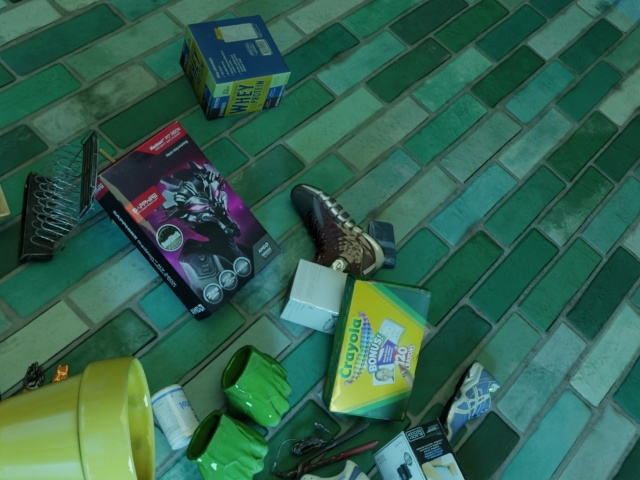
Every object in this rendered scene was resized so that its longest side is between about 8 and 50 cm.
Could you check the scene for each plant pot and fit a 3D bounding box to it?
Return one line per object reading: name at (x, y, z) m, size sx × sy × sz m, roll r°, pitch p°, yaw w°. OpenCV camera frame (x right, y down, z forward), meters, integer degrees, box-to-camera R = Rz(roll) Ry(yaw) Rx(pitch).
plant pot at (-0.427, 0.342, 1.341) m, size 0.238 × 0.254 × 0.254 m, roll -7°, pitch 62°, yaw -5°

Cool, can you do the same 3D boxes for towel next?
towel at (0.148, 0.008, 1.849) m, size 0.067 × 0.029 × 0.120 m, roll 8°, pitch 58°, yaw -15°

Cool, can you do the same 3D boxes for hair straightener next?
hair straightener at (0.001, 0.412, 1.554) m, size 0.230 × 0.047 × 0.089 m, roll -17°, pitch 66°, yaw -21°

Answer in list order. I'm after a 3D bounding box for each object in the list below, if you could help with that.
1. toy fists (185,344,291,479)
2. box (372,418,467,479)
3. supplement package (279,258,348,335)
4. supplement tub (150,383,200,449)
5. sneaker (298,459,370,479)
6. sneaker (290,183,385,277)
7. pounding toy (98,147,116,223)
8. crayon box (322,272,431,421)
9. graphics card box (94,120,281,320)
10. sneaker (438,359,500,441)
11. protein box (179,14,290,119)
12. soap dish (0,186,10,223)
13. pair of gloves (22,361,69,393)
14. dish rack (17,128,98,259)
toy fists at (-0.149, 0.345, 1.489) m, size 0.142 × 0.096 × 0.279 m, roll 44°, pitch 50°, yaw -26°
box at (0.222, 0.513, 1.487) m, size 0.087 × 0.169 × 0.290 m, roll -12°, pitch 63°, yaw -27°
supplement package at (0.016, 0.132, 1.686) m, size 0.179 × 0.105 × 0.105 m, roll 18°, pitch 56°, yaw -6°
supplement tub at (-0.277, 0.338, 1.485) m, size 0.071 × 0.071 × 0.107 m, roll -23°, pitch 70°, yaw -28°
sneaker at (-0.032, 0.515, 1.454) m, size 0.296 × 0.112 × 0.131 m, roll -13°, pitch 48°, yaw -26°
sneaker at (0.000, 0.000, 1.765) m, size 0.281 × 0.106 × 0.162 m, roll 41°, pitch 67°, yaw 16°
pounding toy at (-0.413, -0.120, 1.680) m, size 0.130 × 0.100 × 0.141 m, roll -5°, pitch 77°, yaw -21°
crayon box at (0.114, 0.219, 1.592) m, size 0.165 × 0.081 × 0.279 m, roll 10°, pitch 95°, yaw -12°
graphics card box at (-0.283, -0.043, 1.635) m, size 0.233 × 0.094 × 0.371 m, roll -43°, pitch 100°, yaw -34°
sneaker at (0.320, 0.354, 1.666) m, size 0.081 × 0.080 × 0.211 m, roll 34°, pitch 57°, yaw 8°
protein box at (-0.216, -0.435, 1.933) m, size 0.201 × 0.136 × 0.200 m, roll -16°, pitch 67°, yaw -26°
soap dish at (-0.789, -0.129, 1.570) m, size 0.228 × 0.118 × 0.291 m, roll -18°, pitch 67°, yaw -26°
pair of gloves at (-0.525, 0.271, 1.480) m, size 0.083 × 0.010 × 0.074 m, roll 8°, pitch 59°, yaw -10°
dish rack at (-0.524, -0.095, 1.558) m, size 0.074 × 0.271 × 0.208 m, roll 15°, pitch 54°, yaw -35°
